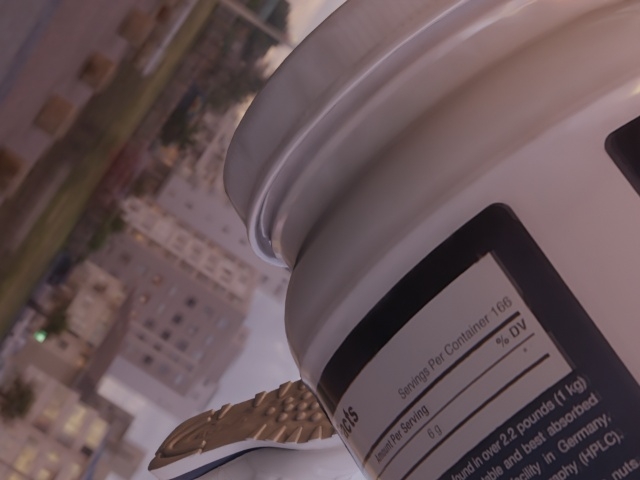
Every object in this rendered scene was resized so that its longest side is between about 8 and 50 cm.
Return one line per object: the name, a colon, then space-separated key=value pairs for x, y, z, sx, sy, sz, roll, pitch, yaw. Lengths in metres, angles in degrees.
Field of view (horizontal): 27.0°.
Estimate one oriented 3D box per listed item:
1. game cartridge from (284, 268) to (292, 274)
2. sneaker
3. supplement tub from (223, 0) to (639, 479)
game cartridge: x=0.000 y=0.000 z=0.819 sx=0.056 sy=0.083 sz=0.017 roll=-53 pitch=166 yaw=-2
sneaker: x=-0.018 y=0.165 z=1.010 sx=0.235 sy=0.094 sz=0.090 roll=-19 pitch=-161 yaw=34
supplement tub: x=0.108 y=0.048 z=0.419 sx=0.191 sy=0.272 sz=0.191 roll=-30 pitch=162 yaw=-11
